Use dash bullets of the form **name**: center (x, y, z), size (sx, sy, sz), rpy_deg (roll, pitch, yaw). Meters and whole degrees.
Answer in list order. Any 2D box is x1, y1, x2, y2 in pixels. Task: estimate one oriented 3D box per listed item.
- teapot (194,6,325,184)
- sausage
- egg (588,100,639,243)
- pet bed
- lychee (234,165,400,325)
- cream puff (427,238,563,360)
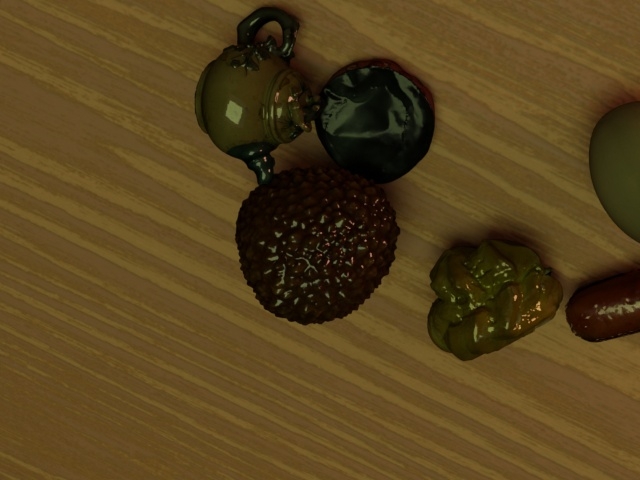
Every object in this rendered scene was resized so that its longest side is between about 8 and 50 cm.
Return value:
- **teapot**: center (-0.079, -0.218, 1.468), size (0.183, 0.173, 0.269), rpy_deg (12, 89, 25)
- **sausage**: center (0.544, 0.078, 1.510), size (0.331, 0.102, 0.102), rpy_deg (-16, 113, 23)
- **egg**: center (0.485, -0.090, 1.380), size (0.186, 0.186, 0.241), rpy_deg (-36, 99, 28)
- **pet bed**: center (0.084, -0.186, 1.514), size (0.201, 0.053, 0.201), rpy_deg (7, 121, 11)
- **lychee**: center (0.000, 0.000, 1.519), size (0.268, 0.267, 0.267), rpy_deg (6, 119, 12)
- **cream puff**: center (0.258, 0.086, 1.551), size (0.221, 0.194, 0.194), rpy_deg (-31, 106, 23)
